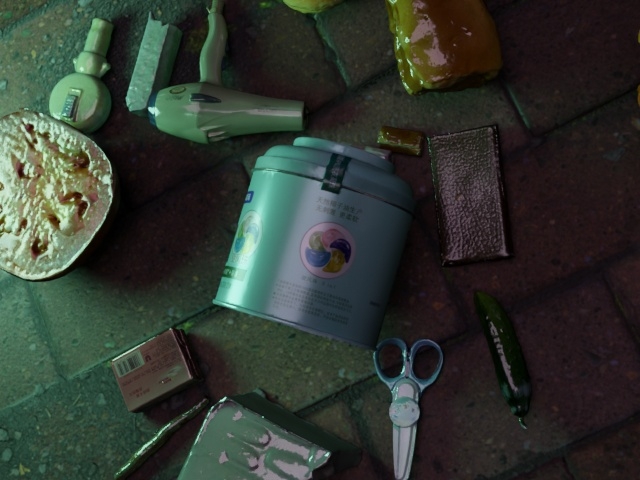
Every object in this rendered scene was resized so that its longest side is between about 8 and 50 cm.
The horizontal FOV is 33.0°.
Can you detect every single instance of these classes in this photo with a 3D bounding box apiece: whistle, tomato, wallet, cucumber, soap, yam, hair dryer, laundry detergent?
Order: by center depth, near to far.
[{"bbox_3d":[0.000,0.000,1.792,0.287,0.287,0.305,14,85,18],"label":"laundry detergent"},{"bbox_3d":[0.317,0.199,1.839,0.056,0.056,0.250,-19,74,12],"label":"cucumber"},{"bbox_3d":[-0.109,0.436,1.871,0.258,0.159,0.302,25,89,17],"label":"soap"},{"bbox_3d":[0.266,-0.078,1.914,0.133,0.039,0.243,-11,77,21],"label":"wallet"},{"bbox_3d":[-0.296,0.366,2.005,0.234,0.029,0.027,-42,98,4],"label":"yam"},{"bbox_3d":[-0.145,-0.299,2.056,0.296,0.119,0.298,23,74,13],"label":"hair dryer"},{"bbox_3d":[-0.527,-0.080,2.093,0.338,0.143,0.338,-2,84,18],"label":"tomato"},{"bbox_3d":[-0.469,-0.320,2.161,0.126,0.067,0.258,12,81,17],"label":"whistle"}]

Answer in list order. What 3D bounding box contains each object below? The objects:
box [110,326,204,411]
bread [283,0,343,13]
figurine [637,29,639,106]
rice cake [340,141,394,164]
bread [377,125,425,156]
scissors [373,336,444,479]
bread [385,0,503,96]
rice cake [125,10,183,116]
[{"bbox_3d":[-0.303,0.243,2.011,0.156,0.060,0.111,-27,73,13],"label":"box"},{"bbox_3d":[-0.012,-0.542,2.038,0.198,0.120,0.236,-27,73,9],"label":"bread"},{"bbox_3d":[0.603,-0.292,1.701,0.196,0.323,0.320,16,85,19],"label":"figurine"},{"bbox_3d":[0.051,-0.028,1.960,0.106,0.050,0.298,12,83,19],"label":"rice cake"},{"bbox_3d":[0.148,-0.182,1.968,0.083,0.036,0.047,11,80,16],"label":"bread"},{"bbox_3d":[0.149,0.296,1.880,0.125,0.030,0.256,0,77,16],"label":"scissors"},{"bbox_3d":[0.203,-0.424,1.910,0.195,0.149,0.344,-9,76,-20],"label":"bread"},{"bbox_3d":[-0.326,-0.340,2.123,0.063,0.069,0.206,12,81,20],"label":"rice cake"}]
